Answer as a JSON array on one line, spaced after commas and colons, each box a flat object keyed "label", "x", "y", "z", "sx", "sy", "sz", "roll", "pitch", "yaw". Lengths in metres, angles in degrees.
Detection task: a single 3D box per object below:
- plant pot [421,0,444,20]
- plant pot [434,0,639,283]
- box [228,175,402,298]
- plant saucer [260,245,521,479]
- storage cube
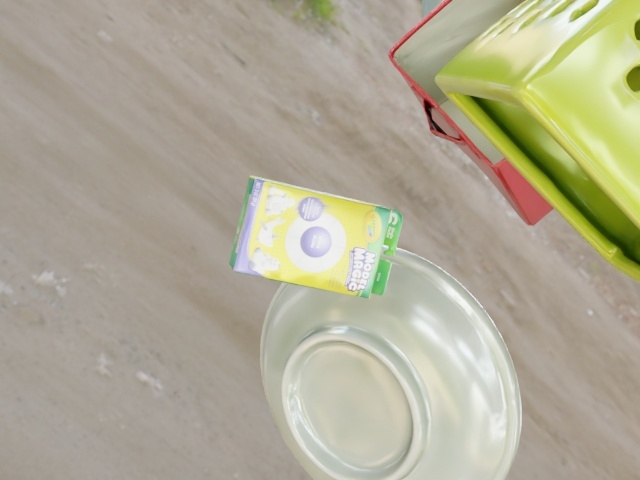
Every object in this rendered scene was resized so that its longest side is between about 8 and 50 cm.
[{"label": "plant pot", "x": 0.322, "y": -0.454, "z": 1.751, "sx": 0.248, "sy": 0.247, "sz": 0.252, "roll": -3, "pitch": 19, "yaw": -3}, {"label": "plant pot", "x": 0.242, "y": -0.101, "z": 0.663, "sx": 0.227, "sy": 0.207, "sz": 0.228, "roll": 43, "pitch": 3, "yaw": -13}, {"label": "box", "x": 0.000, "y": 0.000, "z": 1.067, "sx": 0.179, "sy": 0.105, "sz": 0.043, "roll": 11, "pitch": 6, "yaw": -16}, {"label": "plant saucer", "x": 0.061, "y": 0.207, "z": 1.290, "sx": 0.400, "sy": 0.400, "sz": 0.100, "roll": 49, "pitch": 35, "yaw": 13}, {"label": "storage cube", "x": 0.218, "y": -0.161, "z": 1.043, "sx": 0.183, "sy": 0.215, "sz": 0.193, "roll": 52, "pitch": 7, "yaw": 28}]
